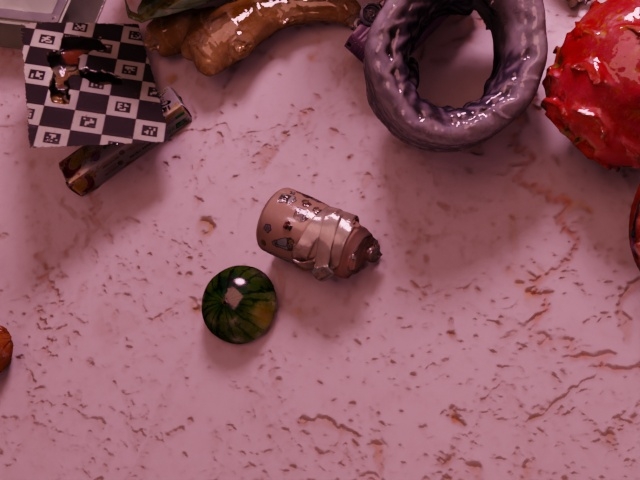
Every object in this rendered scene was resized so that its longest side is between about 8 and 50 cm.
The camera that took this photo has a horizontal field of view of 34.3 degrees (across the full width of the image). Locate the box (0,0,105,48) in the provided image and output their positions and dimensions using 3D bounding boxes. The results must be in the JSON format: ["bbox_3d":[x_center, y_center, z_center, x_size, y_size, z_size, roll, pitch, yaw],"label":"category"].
[{"bbox_3d":[-0.471,-0.383,1.665,0.225,0.086,0.129,10,70,22],"label":"box"}]

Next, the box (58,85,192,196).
[{"bbox_3d":[-0.286,-0.145,1.517,0.207,0.041,0.050,-35,56,1],"label":"box"}]

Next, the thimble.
[{"bbox_3d":[0.166,-0.232,1.298,0.217,0.157,0.245,24,88,-1],"label":"thimble"}]

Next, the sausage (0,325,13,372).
[{"bbox_3d":[-0.502,0.192,1.419,0.197,0.076,0.076,-41,60,-4],"label":"sausage"}]

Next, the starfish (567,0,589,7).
[{"bbox_3d":[0.289,-0.580,1.399,0.132,0.384,0.398,-3,50,38],"label":"starfish"}]

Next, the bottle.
[{"bbox_3d":[0.000,-0.001,1.323,0.152,0.099,0.099,25,77,23],"label":"bottle"}]

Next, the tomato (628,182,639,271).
[{"bbox_3d":[0.453,-0.016,1.154,0.225,0.085,0.225,0,90,7],"label":"tomato"}]

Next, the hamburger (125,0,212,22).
[{"bbox_3d":[-0.226,-0.408,1.534,0.276,0.150,0.260,-26,48,-35],"label":"hamburger"}]

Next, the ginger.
[{"bbox_3d":[-0.106,-0.314,1.515,0.333,0.081,0.148,-14,40,10],"label":"ginger"}]

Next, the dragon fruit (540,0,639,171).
[{"bbox_3d":[0.388,-0.206,1.227,0.205,0.210,0.268,41,78,12],"label":"dragon fruit"}]

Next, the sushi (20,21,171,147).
[{"bbox_3d":[-0.338,-0.218,1.508,0.192,0.043,0.279,-4,49,-20],"label":"sushi"}]

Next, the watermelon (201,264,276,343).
[{"bbox_3d":[-0.112,0.079,1.341,0.105,0.062,0.105,-7,72,22],"label":"watermelon"}]

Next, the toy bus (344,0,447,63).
[{"bbox_3d":[0.120,-0.310,1.420,0.098,0.087,0.178,44,86,-2],"label":"toy bus"}]
